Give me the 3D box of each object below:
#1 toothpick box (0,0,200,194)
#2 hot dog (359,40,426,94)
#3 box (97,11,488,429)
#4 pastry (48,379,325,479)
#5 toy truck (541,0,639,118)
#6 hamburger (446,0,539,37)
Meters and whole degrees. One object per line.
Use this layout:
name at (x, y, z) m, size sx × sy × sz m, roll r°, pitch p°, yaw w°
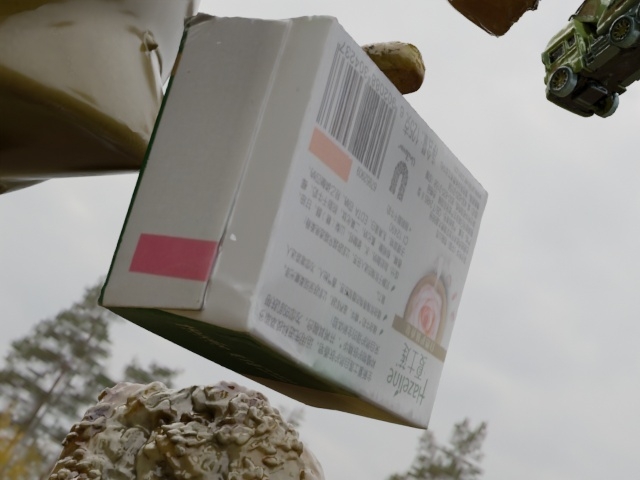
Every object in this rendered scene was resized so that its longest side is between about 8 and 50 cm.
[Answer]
toothpick box at (-0.262, -0.226, 0.675) m, size 0.409 × 0.425 × 0.409 m, roll -5°, pitch -12°, yaw -1°
hot dog at (-0.007, -0.154, 1.088) m, size 0.216 × 0.047 × 0.066 m, roll -13°, pitch -45°, yaw 9°
box at (0.000, 0.000, 0.525) m, size 0.081 × 0.135 × 0.199 m, roll 7°, pitch -17°, yaw 32°
pastry at (-0.149, 0.258, 1.151) m, size 0.311 × 0.255 × 0.162 m, roll 2°, pitch -36°, yaw 15°
toy truck at (0.325, -0.229, 1.228) m, size 0.085 × 0.116 × 0.191 m, roll 18°, pitch -39°, yaw -29°
hamburger at (0.202, -0.343, 1.148) m, size 0.245 × 0.155 × 0.282 m, roll 6°, pitch -40°, yaw 41°
